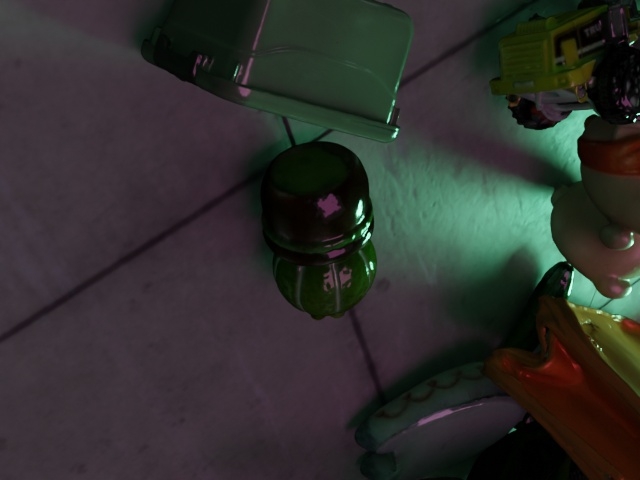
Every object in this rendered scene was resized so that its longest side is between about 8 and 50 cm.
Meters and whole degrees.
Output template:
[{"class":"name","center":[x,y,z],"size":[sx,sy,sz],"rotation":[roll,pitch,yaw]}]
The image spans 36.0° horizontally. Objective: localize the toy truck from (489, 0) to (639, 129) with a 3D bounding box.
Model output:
[{"class":"toy truck","center":[0.282,-0.173,0.886],"size":[0.285,0.136,0.111],"rotation":[-20,105,-31]}]

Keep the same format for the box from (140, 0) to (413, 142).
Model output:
[{"class":"box","center":[-0.021,-0.138,0.680],"size":[0.172,0.124,0.093],"rotation":[8,106,-44]}]

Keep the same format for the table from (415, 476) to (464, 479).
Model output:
[{"class":"table","center":[-0.014,0.398,1.017],"size":[0.249,0.317,0.317],"rotation":[8,117,-33]}]

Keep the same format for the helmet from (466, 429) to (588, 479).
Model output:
[{"class":"helmet","center":[0.287,0.311,1.239],"size":[0.278,0.161,0.230],"rotation":[-4,156,16]}]

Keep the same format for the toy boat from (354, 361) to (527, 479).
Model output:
[{"class":"toy boat","center":[0.132,0.196,1.112],"size":[0.207,0.079,0.134],"rotation":[-23,137,-8]}]

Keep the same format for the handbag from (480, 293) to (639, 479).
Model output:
[{"class":"handbag","center":[0.361,0.201,1.071],"size":[0.116,0.303,0.410],"rotation":[-51,153,14]}]

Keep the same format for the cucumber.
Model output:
[{"class":"cucumber","center":[0.253,0.081,1.131],"size":[0.039,0.039,0.168],"rotation":[3,123,-40]}]

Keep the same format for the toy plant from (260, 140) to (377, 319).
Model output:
[{"class":"toy plant","center":[0.000,0.000,0.823],"size":[0.092,0.093,0.162],"rotation":[-28,138,-19]}]

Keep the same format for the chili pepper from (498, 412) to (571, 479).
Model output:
[{"class":"chili pepper","center":[0.215,0.294,1.084],"size":[0.257,0.100,0.074],"rotation":[-54,149,-37]}]

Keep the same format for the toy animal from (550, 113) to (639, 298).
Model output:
[{"class":"toy animal","center":[0.318,-0.057,0.976],"size":[0.171,0.171,0.198],"rotation":[-16,144,-29]}]
